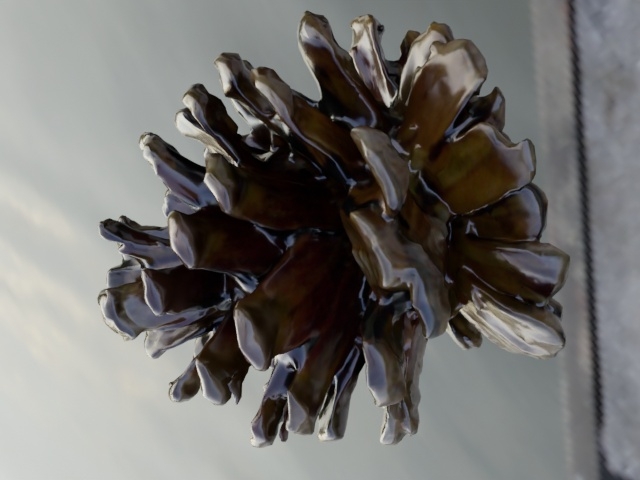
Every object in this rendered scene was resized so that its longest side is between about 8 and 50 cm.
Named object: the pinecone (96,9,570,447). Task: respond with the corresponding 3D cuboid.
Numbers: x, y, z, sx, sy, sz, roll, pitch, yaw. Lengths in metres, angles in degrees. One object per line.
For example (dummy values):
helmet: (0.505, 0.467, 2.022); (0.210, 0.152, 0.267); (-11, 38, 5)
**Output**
pinecone: (0.002, -0.001, 0.714); (0.150, 0.195, 0.179); (-28, -82, -76)
